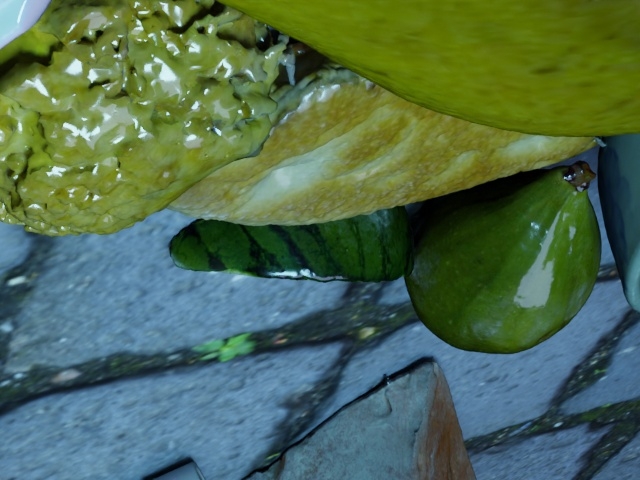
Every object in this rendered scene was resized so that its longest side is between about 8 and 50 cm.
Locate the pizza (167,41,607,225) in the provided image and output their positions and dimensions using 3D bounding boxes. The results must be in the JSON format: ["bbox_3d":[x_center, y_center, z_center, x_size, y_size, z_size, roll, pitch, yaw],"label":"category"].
[{"bbox_3d":[0.038,-0.075,0.989,0.365,0.074,0.182,-11,151,-29],"label":"pizza"}]

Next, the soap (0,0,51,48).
[{"bbox_3d":[-0.161,-0.121,0.690,0.149,0.100,0.056,-33,156,10],"label":"soap"}]

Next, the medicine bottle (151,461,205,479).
[{"bbox_3d":[-0.214,0.290,1.375,0.296,0.111,0.161,-25,154,-6],"label":"medicine bottle"}]

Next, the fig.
[{"bbox_3d":[0.136,0.015,1.145,0.133,0.127,0.185,-3,179,-17],"label":"fig"}]

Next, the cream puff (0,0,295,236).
[{"bbox_3d":[-0.102,-0.073,0.803,0.189,0.129,0.189,-21,157,-10],"label":"cream puff"}]

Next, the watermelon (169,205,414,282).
[{"bbox_3d":[0.006,0.007,1.104,0.181,0.075,0.092,-2,148,-43],"label":"watermelon"}]

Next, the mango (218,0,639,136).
[{"bbox_3d":[0.082,-0.174,0.708,0.445,0.221,0.301,2,148,-30],"label":"mango"}]

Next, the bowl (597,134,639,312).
[{"bbox_3d":[0.295,-0.086,1.126,0.289,0.146,0.289,-23,154,-12],"label":"bowl"}]

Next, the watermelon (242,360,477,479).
[{"bbox_3d":[0.065,0.279,1.467,0.283,0.250,0.292,-12,153,-38],"label":"watermelon"}]
